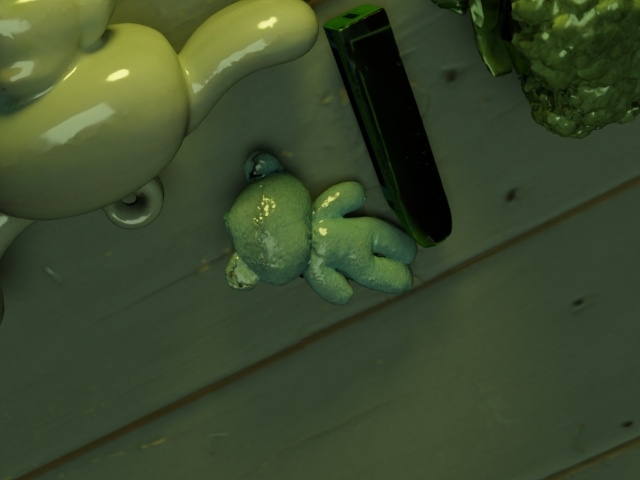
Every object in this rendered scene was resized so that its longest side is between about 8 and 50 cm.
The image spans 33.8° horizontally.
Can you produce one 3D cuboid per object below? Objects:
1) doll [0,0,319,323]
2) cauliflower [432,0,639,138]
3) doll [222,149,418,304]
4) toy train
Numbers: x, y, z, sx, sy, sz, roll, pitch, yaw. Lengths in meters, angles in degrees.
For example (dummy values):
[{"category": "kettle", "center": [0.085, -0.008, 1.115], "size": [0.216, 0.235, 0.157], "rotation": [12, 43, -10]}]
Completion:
[{"category": "doll", "center": [-0.242, -0.142, 0.770], "size": [0.376, 0.187, 0.365], "rotation": [-48, 121, -7]}, {"category": "cauliflower", "center": [0.170, -0.215, 0.753], "size": [0.250, 0.272, 0.275], "rotation": [13, 89, 33]}, {"category": "doll", "center": [-0.003, 0.000, 0.909], "size": [0.179, 0.075, 0.120], "rotation": [17, 75, -33]}, {"category": "toy train", "center": [0.058, -0.090, 0.875], "size": [0.044, 0.042, 0.209], "rotation": [-28, 117, -14]}]
